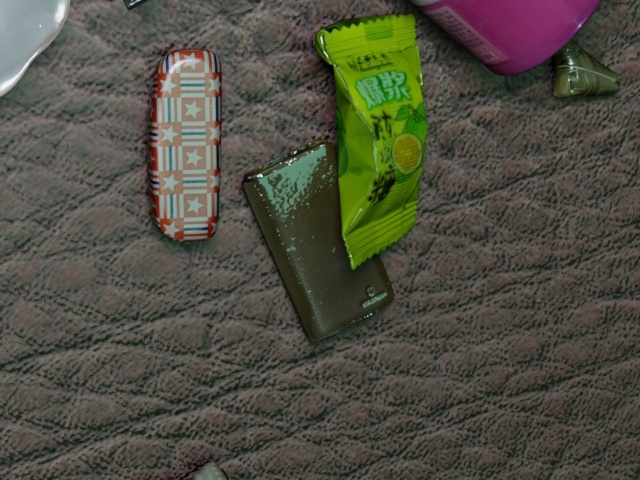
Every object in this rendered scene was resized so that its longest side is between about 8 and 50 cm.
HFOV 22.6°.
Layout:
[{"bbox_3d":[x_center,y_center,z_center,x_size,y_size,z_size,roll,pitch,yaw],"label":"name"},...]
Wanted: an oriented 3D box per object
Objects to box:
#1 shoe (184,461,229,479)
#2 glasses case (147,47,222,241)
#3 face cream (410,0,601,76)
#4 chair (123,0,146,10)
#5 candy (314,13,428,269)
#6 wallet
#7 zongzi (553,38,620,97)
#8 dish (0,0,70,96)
[{"bbox_3d":[-0.137,0.347,1.688,0.112,0.099,0.227,-4,99,-11],"label":"shoe"},{"bbox_3d":[-0.138,-0.096,1.608,0.073,0.049,0.194,-1,102,-17],"label":"glasses case"},{"bbox_3d":[0.167,-0.287,1.602,0.195,0.175,0.175,37,88,-22],"label":"face cream"},{"bbox_3d":[-0.109,-0.342,1.520,0.260,0.141,0.154,-30,110,-8],"label":"chair"},{"bbox_3d":[0.063,-0.106,1.648,0.149,0.069,0.246,-21,114,-47],"label":"candy"},{"bbox_3d":[0.000,0.000,1.686,0.110,0.031,0.198,-27,110,-13],"label":"wallet"},{"bbox_3d":[0.287,-0.198,1.744,0.076,0.040,0.083,-4,86,-25],"label":"zongzi"},{"bbox_3d":[-0.347,-0.238,1.464,0.229,0.081,0.229,-4,98,-29],"label":"dish"}]
